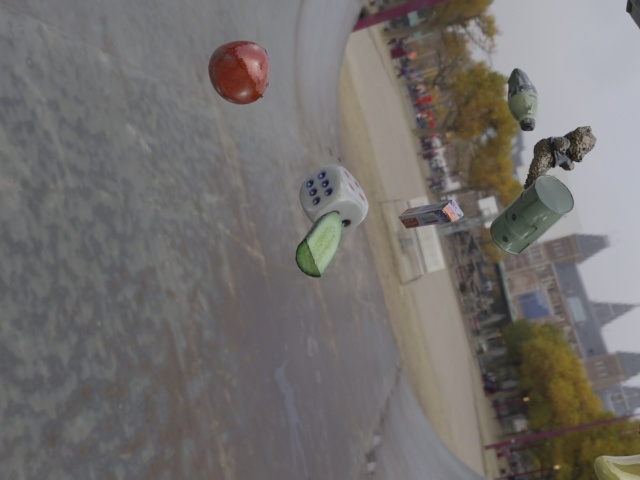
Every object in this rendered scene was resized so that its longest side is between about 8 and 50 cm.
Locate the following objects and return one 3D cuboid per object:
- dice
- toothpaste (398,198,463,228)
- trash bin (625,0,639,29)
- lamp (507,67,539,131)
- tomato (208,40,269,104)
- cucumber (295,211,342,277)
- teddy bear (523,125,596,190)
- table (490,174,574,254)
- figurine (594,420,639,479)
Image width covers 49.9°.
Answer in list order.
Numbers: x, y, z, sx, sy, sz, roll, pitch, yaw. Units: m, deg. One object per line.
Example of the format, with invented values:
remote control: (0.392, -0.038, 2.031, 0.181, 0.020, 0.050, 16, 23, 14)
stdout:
dice: (0.049, -0.145, 2.505, 0.192, 0.194, 0.193, 40, 25, -45)
toothpaste: (0.246, -0.055, 1.551, 0.047, 0.040, 0.196, 53, -20, -12)
trash bin: (0.946, -0.576, 1.568, 0.259, 0.380, 0.295, -88, -169, -48)
lamp: (0.652, -0.458, 2.219, 0.101, 0.101, 0.250, 55, 30, -59)
tomato: (-0.213, -0.444, 1.783, 0.167, 0.167, 0.167, -16, 90, -79)
cucumber: (0.000, 0.000, 1.930, 0.115, 0.063, 0.244, 65, 32, -18)
teddy bear: (0.702, -0.253, 2.065, 0.129, 0.251, 0.182, 55, 7, 15)
table: (0.582, -0.067, 1.906, 0.220, 0.126, 0.127, 125, -38, -51)
figurine: (0.763, 0.474, 1.514, 0.124, 0.324, 0.222, -112, -161, -72)
